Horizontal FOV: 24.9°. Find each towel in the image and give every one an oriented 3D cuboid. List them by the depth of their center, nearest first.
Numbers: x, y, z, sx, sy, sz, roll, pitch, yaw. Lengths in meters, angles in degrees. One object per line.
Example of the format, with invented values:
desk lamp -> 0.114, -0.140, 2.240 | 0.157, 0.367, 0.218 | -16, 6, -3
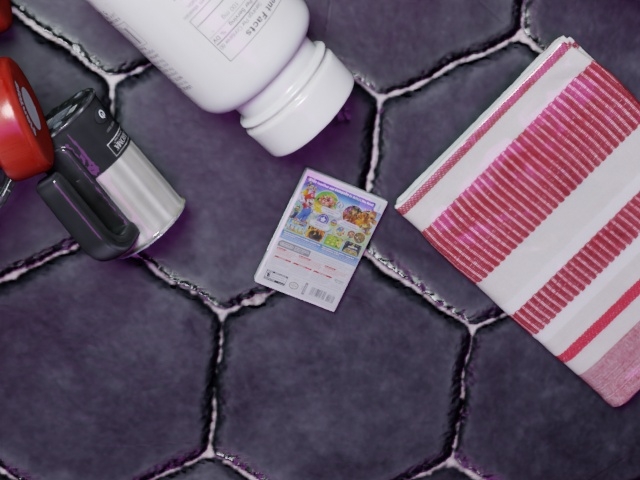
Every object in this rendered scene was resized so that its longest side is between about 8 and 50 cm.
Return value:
towel -> 0.264, -0.013, 1.419 | 0.329, 0.037, 0.237 | 41, 100, -18

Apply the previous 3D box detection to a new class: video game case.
video game case -> 0.000, 0.000, 1.386 | 0.087, 0.011, 0.122 | 22, 104, -16

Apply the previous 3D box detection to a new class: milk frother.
milk frother -> -0.223, -0.039, 1.298 | 0.143, 0.129, 0.135 | -17, 119, 43

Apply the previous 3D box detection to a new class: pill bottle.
pill bottle -> -0.084, -0.184, 1.242 | 0.131, 0.131, 0.229 | -44, 111, 7

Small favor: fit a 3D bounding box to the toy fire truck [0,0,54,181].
toy fire truck -> -0.338, -0.149, 1.117 | 0.169, 0.254, 0.302 | -19, 82, 1
